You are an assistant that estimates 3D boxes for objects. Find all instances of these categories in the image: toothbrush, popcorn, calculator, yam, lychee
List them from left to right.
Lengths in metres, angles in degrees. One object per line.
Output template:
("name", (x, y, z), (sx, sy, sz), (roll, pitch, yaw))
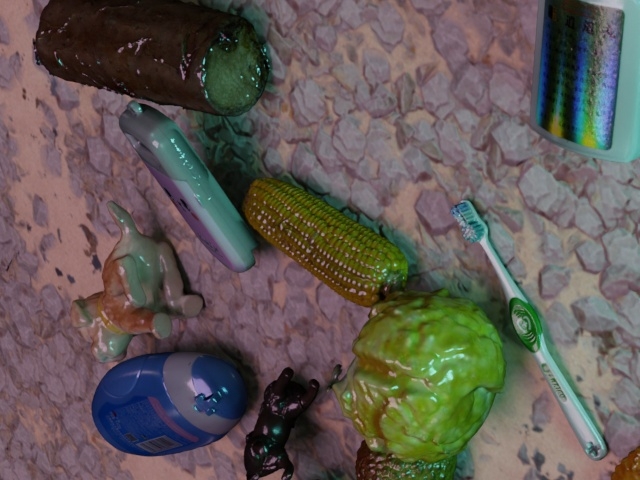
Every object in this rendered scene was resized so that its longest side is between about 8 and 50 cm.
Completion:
("yam", (-0.194, -0.222, 1.995), (0.279, 0.131, 0.131), (15, 120, 37))
("calculator", (-0.151, -0.064, 2.009), (0.246, 0.045, 0.141), (57, 169, -27))
("lychee", (0.093, 0.253, 1.942), (0.146, 0.114, 0.114), (-47, 73, 27))
("popcorn", (0.099, 0.140, 1.841), (0.212, 0.198, 0.198), (-126, 27, -68))
("toothbrush", (0.217, 0.092, 1.799), (0.030, 0.030, 0.304), (-31, 89, 49))

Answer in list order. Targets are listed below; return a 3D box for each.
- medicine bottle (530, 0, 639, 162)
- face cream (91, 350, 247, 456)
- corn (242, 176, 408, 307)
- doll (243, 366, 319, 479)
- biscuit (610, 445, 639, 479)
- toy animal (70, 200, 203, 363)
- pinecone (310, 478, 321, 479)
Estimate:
("medicine bottle", (0.254, -0.193, 1.572), (0.121, 0.083, 0.229), (25, 127, 39))
("face cream", (-0.189, 0.205, 2.223), (0.149, 0.083, 0.264), (48, 142, -17))
("corn", (0.000, 0.000, 1.936), (0.231, 0.080, 0.080), (32, 129, 31))
("doll", (-0.058, 0.228, 2.092), (0.165, 0.057, 0.139), (154, 134, -73))
("biscuit", (0.383, 0.309, 1.722), (0.254, 0.035, 0.254), (23, 124, 38))
("toy animal", (-0.263, 0.055, 2.226), (0.185, 0.104, 0.184), (-27, 90, 54))
("pinecone", (-0.028, 0.380, 2.060), (0.229, 0.201, 0.202), (-15, 105, 43))
